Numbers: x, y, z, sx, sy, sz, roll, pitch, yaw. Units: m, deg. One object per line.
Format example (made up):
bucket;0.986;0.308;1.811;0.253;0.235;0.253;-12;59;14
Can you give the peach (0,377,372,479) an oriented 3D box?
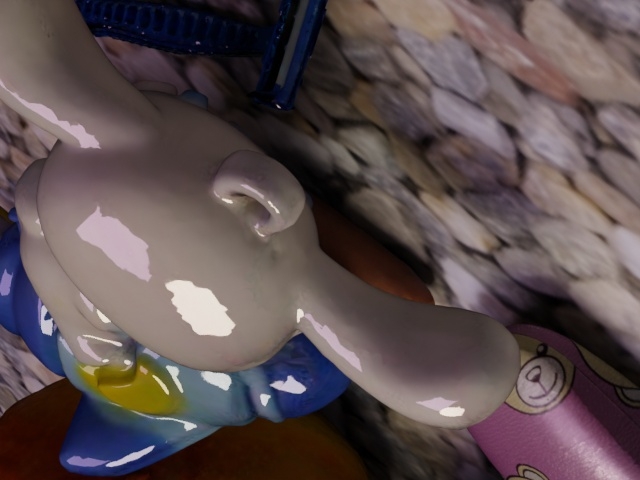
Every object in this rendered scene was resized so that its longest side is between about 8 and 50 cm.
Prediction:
peach;-0.106;0.245;1.476;0.373;0.289;0.372;12;178;0

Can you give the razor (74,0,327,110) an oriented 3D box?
razor;-0.097;-0.136;1.225;0.056;0.093;0.324;21;174;-40

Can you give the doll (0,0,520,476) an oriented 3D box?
doll;-0.097;0.014;1.214;0.376;0.187;0.365;54;148;3

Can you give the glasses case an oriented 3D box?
glasses case;0.212;0.176;1.206;0.316;0.076;0.123;44;147;0

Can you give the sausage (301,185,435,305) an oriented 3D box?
sausage;0.001;-0.001;1.275;0.177;0.047;0.040;38;121;12
